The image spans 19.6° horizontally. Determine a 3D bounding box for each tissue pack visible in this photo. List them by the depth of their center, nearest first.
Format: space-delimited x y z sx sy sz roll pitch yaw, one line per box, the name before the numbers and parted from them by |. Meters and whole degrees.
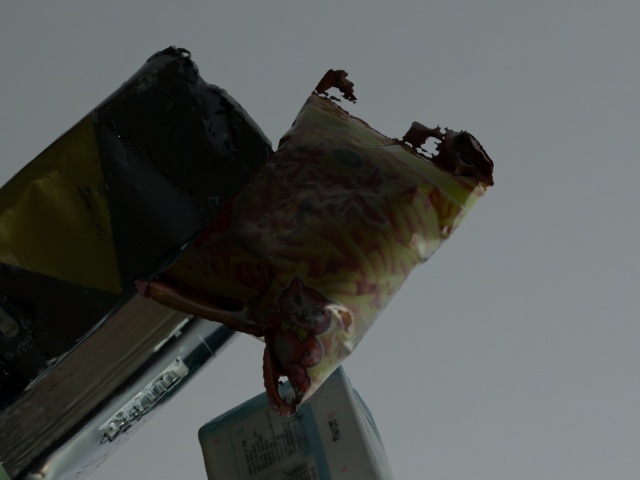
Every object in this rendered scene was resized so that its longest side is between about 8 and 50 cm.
tissue pack | -0.207 0.041 1.812 0.253 0.416 0.264 48 -5 6
tissue pack | -0.018 0.276 2.057 0.124 0.201 0.271 54 9 -30

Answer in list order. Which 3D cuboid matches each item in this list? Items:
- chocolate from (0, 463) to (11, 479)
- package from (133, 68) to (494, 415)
chocolate | -0.390 0.190 1.499 0.360 0.161 0.341 -3 -62 56
package | -0.004 -0.004 1.603 0.223 0.288 0.108 35 -15 36
